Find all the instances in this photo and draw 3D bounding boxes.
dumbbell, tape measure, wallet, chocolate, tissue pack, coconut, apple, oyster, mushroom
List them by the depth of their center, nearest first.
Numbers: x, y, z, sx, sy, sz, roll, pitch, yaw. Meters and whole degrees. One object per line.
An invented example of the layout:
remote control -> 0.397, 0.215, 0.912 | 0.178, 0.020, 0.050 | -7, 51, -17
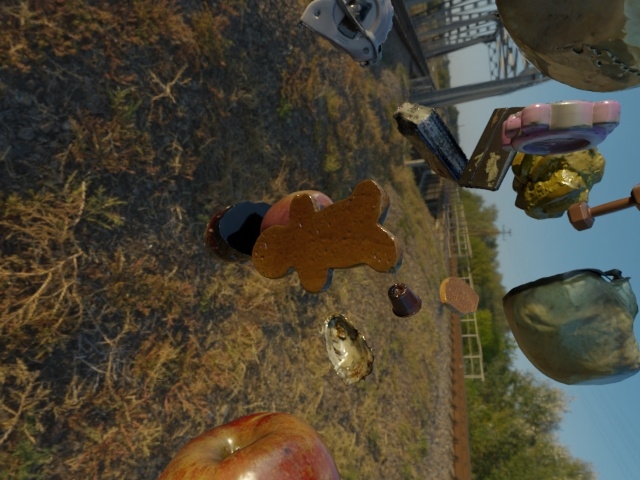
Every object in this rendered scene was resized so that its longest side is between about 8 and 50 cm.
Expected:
coconut -> 0.427, -0.380, 0.543 | 0.352, 0.353, 0.352 | -7, 90, -71
mushroom -> 0.432, 0.164, 0.703 | 0.267, 0.190, 0.164 | 55, 24, -59
apple -> -0.128, 0.479, 0.726 | 0.348, 0.349, 0.276 | -12, 87, -71
oyster -> 0.058, 0.244, 0.951 | 0.177, 0.105, 0.056 | 47, 14, 32
tape measure -> 0.088, -0.590, 1.076 | 0.197, 0.236, 0.120 | -57, -174, 22
dumbbell -> 0.868, -0.099, 1.217 | 0.092, 0.231, 0.082 | -32, 95, -44
wallet -> 0.610, -0.322, 1.428 | 0.044, 0.170, 0.321 | 31, 86, -37
apple -> -0.065, -0.036, 1.457 | 0.235, 0.306, 0.305 | -47, 130, -39
tissue pack -> 0.428, -0.376, 1.589 | 0.332, 0.123, 0.245 | 44, 5, -29
chocolate -> -0.308, -0.013, 1.598 | 0.340, 0.210, 0.225 | -18, 84, -50

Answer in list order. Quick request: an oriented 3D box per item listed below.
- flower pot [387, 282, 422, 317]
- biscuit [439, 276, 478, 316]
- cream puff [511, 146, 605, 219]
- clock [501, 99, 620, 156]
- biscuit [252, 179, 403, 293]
flower pot -> 0.284, 0.198, 1.416 | 0.089, 0.111, 0.111 | 58, 28, -26
biscuit -> 0.477, 0.193, 1.417 | 0.221, 0.029, 0.142 | -3, 63, -44
cream puff -> 0.828, -0.236, 1.478 | 0.274, 0.323, 0.270 | 46, 51, -6
clock -> 0.558, -0.264, 0.966 | 0.248, 0.228, 0.090 | -1, 93, -74
biscuit -> 0.001, 0.001, 1.106 | 0.064, 0.432, 0.283 | 15, 60, -59
